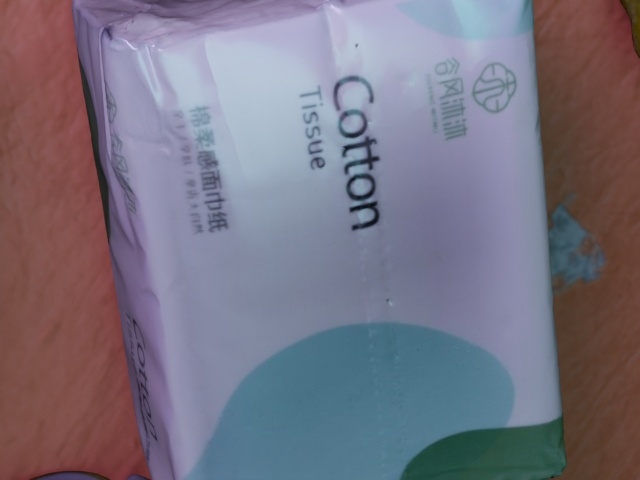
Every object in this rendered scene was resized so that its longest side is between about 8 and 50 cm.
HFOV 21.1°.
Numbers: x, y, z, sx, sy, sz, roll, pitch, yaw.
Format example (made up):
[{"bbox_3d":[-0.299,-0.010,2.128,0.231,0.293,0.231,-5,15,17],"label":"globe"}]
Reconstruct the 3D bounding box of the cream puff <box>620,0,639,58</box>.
[{"bbox_3d":[0.346,-0.193,1.152,0.281,0.185,0.282,-5,108,-15],"label":"cream puff"}]

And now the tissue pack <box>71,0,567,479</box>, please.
[{"bbox_3d":[0.000,0.000,1.101,0.266,0.194,0.356,-12,112,-13],"label":"tissue pack"}]

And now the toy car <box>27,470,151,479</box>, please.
[{"bbox_3d":[-0.230,0.309,1.122,0.336,0.226,0.242,-9,112,-17],"label":"toy car"}]
